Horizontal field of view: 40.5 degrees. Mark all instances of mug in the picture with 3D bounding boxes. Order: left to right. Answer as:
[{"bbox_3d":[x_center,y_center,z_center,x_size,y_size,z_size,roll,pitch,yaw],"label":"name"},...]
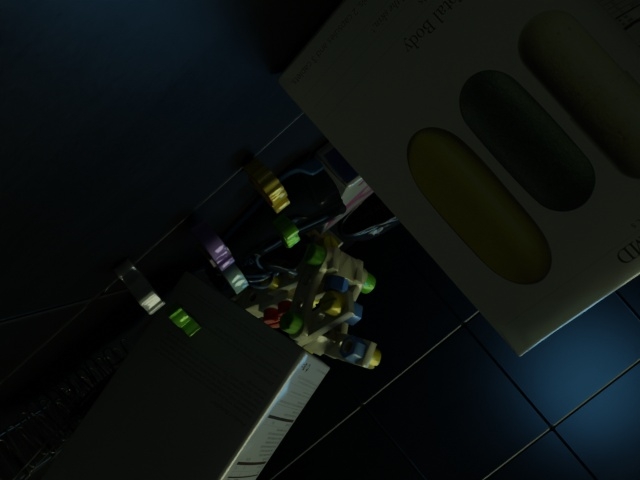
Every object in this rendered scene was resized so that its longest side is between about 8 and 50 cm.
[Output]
[{"bbox_3d":[0.002,-0.002,1.679,0.062,0.064,0.078,-38,175,-17],"label":"mug"}]

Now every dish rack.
[{"bbox_3d":[-0.307,0.203,1.106,0.271,0.074,0.208,-44,176,28],"label":"dish rack"}]

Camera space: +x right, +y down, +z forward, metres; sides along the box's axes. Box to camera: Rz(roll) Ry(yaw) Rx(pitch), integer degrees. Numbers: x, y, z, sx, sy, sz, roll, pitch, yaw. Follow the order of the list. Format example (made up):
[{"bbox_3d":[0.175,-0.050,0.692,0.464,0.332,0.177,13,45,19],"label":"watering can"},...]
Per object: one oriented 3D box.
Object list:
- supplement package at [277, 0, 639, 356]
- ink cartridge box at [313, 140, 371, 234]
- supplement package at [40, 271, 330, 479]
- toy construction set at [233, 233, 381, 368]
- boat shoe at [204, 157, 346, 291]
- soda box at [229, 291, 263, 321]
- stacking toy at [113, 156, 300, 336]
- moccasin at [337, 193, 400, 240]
[{"bbox_3d":[0.155,-0.102,0.631,0.199,0.262,0.198,-44,175,34],"label":"supplement package"},{"bbox_3d":[0.112,-0.142,1.185,0.324,0.071,0.330,-39,174,-13],"label":"ink cartridge box"},{"bbox_3d":[-0.151,0.216,1.029,0.292,0.178,0.175,-55,165,-6],"label":"supplement package"},{"bbox_3d":[-0.058,0.101,1.231,0.328,0.214,0.151,-14,146,30],"label":"toy construction set"},{"bbox_3d":[-0.062,0.007,1.047,0.109,0.089,0.258,-37,174,-38],"label":"boat shoe"},{"bbox_3d":[-0.134,0.196,1.742,0.061,0.181,0.058,-41,175,24],"label":"soda box"},{"bbox_3d":[-0.096,0.021,0.867,0.167,0.052,0.221,-39,162,-7],"label":"stacking toy"},{"bbox_3d":[0.182,-0.099,1.742,0.342,0.137,0.117,-42,177,15],"label":"moccasin"}]
